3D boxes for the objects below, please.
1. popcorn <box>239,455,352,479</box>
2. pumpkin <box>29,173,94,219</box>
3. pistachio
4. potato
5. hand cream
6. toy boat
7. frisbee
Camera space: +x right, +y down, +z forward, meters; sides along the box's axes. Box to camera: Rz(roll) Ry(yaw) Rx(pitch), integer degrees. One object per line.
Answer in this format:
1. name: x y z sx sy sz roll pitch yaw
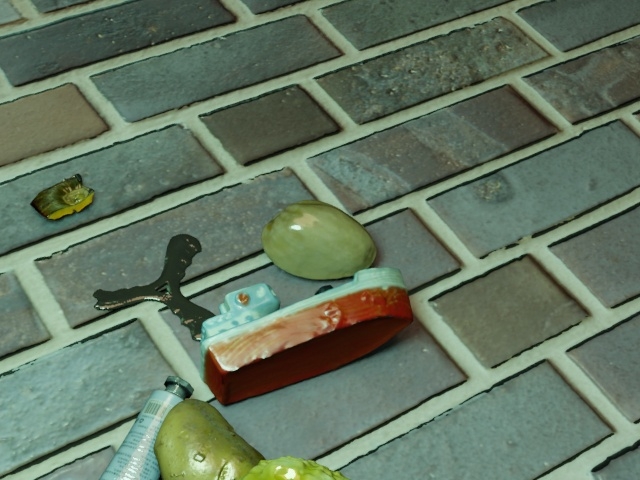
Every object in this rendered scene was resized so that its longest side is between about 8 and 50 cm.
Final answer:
1. popcorn: -0.025 0.380 1.289 0.255 0.195 0.256 0 85 -36
2. pumpkin: -0.415 -0.064 1.776 0.101 0.035 0.073 -31 47 -26
3. pistachio: 0.000 0.000 1.722 0.186 0.108 0.126 9 74 -9
4. potato: -0.144 0.290 1.411 0.137 0.137 0.176 -27 52 -28
5. hand cream: -0.246 0.299 1.450 0.091 0.058 0.271 21 55 7
6. toy boat: -0.021 0.112 1.584 0.332 0.145 0.133 -18 59 -18
7. frisbee: -0.252 0.080 1.675 0.187 0.012 0.211 -12 51 -17
